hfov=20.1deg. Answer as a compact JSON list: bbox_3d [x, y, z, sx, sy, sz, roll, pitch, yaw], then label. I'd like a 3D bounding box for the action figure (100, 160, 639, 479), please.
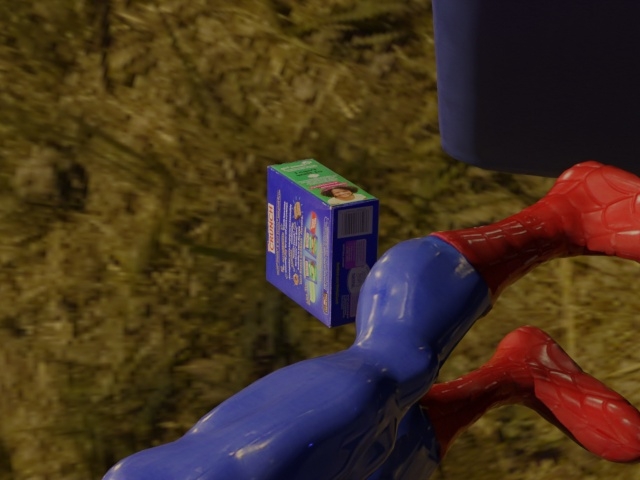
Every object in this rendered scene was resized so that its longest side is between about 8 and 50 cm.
[{"bbox_3d":[0.002,0.076,0.332,0.139,0.280,0.091,37,131,33],"label":"action figure"}]

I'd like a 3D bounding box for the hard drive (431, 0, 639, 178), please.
[{"bbox_3d":[0.127,-0.082,0.388,0.210,0.318,0.040,7,71,8],"label":"hard drive"}]

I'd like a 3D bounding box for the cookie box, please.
[{"bbox_3d":[0.000,0.000,1.281,0.107,0.040,0.092,35,128,57],"label":"cookie box"}]
